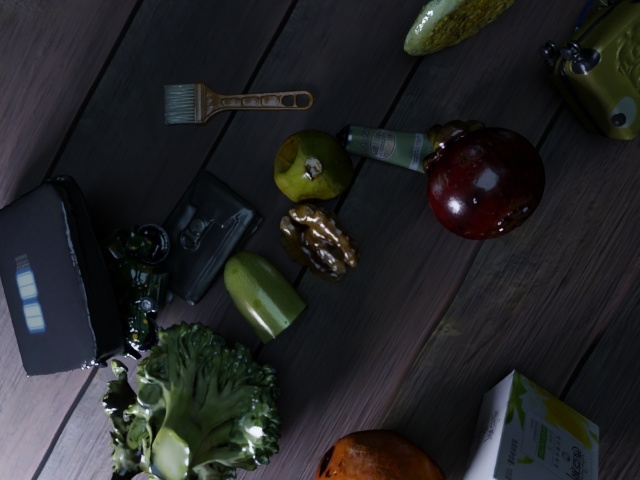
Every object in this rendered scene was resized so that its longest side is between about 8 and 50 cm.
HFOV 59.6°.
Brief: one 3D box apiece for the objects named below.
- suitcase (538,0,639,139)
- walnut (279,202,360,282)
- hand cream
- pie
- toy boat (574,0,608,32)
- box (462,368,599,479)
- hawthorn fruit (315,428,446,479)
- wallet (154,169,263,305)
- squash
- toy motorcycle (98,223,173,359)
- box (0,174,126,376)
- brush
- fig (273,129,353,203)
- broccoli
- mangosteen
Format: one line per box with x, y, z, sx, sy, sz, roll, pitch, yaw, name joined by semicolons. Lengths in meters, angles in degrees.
0.531;-0.315;1.005;0.194;0.143;0.235;-44;112;4;suitcase
0.000;0.000;1.099;0.170;0.069;0.143;45;129;-1;walnut
0.147;-0.186;1.106;0.235;0.055;0.086;11;94;-3;hand cream
0.262;-0.429;0.993;0.277;0.277;0.078;-29;86;4;pie
0.576;-0.474;1.069;0.080;0.046;0.228;39;93;4;toy boat
0.375;0.390;0.987;0.195;0.260;0.111;34;127;3;box
0.136;0.455;1.008;0.299;0.211;0.211;-3;91;46;hawthorn fruit
-0.248;-0.003;1.139;0.169;0.052;0.245;37;95;8;wallet
-0.116;0.097;1.094;0.123;0.123;0.186;-38;85;4;squash
-0.393;0.095;1.111;0.187;0.125;0.274;8;96;13;toy motorcycle
-0.511;0.080;1.062;0.359;0.091;0.350;-16;88;40;box
-0.167;-0.283;1.145;0.315;0.017;0.090;-1;90;4;brush
-0.017;-0.139;1.059;0.154;0.165;0.144;38;89;3;fig
-0.247;0.329;1.056;0.324;0.272;0.334;42;96;27;broccoli
0.284;-0.128;1.028;0.215;0.215;0.257;-29;61;4;mangosteen
